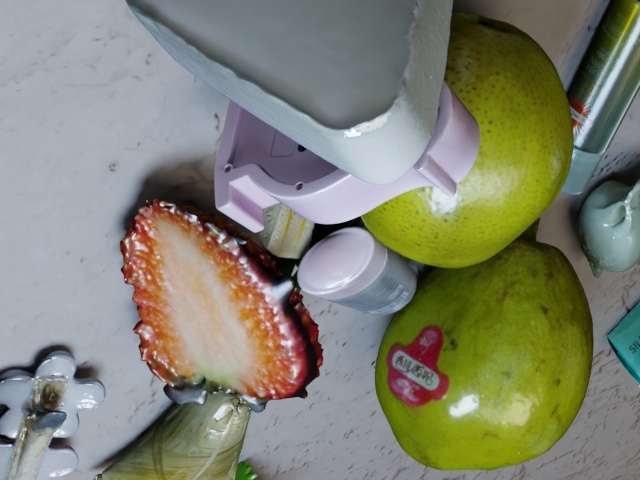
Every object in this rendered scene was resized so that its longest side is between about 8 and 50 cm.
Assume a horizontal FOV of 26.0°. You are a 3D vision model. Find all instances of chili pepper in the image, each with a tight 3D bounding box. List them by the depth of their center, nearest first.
[{"bbox_3d":[-0.001,-0.001,1.747,0.224,0.061,0.098,-53,149,15],"label":"chili pepper"}]

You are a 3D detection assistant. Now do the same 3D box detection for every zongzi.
[{"bbox_3d":[-0.195,0.263,1.852,0.197,0.099,0.194,-1,130,-25],"label":"zongzi"}]

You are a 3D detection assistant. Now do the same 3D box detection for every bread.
[{"bbox_3d":[-0.022,-0.068,1.631,0.152,0.105,0.077,-50,145,18],"label":"bread"}]

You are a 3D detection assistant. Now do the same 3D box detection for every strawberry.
[{"bbox_3d":[-0.109,0.055,1.652,0.233,0.137,0.306,5,125,18],"label":"strawberry"}]

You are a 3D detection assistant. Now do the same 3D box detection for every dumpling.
[{"bbox_3d":[0.426,-0.034,1.994,0.108,0.152,0.219,20,146,4],"label":"dumpling"}]

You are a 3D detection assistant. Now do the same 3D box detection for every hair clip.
[{"bbox_3d":[-0.356,0.245,1.741,0.146,0.075,0.257,1,135,-32],"label":"hair clip"}]

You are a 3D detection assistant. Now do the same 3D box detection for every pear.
[{"bbox_3d":[0.157,-0.120,1.581,0.294,0.294,0.294,-19,138,-18],"label":"pear"},{"bbox_3d":[0.235,0.140,1.898,0.287,0.287,0.375,18,91,-44],"label":"pear"}]

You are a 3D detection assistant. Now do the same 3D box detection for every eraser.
[{"bbox_3d":[-0.031,-0.232,1.343,0.331,0.331,0.150,-36,157,1],"label":"eraser"}]

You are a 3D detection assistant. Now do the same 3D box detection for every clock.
[{"bbox_3d":[0.036,-0.162,1.453,0.275,0.290,0.080,-5,156,31],"label":"clock"}]

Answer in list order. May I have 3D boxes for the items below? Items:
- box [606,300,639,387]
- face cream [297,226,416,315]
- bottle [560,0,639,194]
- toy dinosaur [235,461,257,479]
[{"bbox_3d":[0.640,0.109,2.256,0.205,0.118,0.311,21,115,-42],"label":"box"},{"bbox_3d":[0.054,0.043,1.740,0.107,0.073,0.269,-36,164,8],"label":"face cream"},{"bbox_3d":[0.365,-0.191,1.795,0.082,0.082,0.286,-3,131,-33],"label":"bottle"},{"bbox_3d":[-0.098,0.435,2.044,0.152,0.194,0.177,-46,118,0],"label":"toy dinosaur"}]
